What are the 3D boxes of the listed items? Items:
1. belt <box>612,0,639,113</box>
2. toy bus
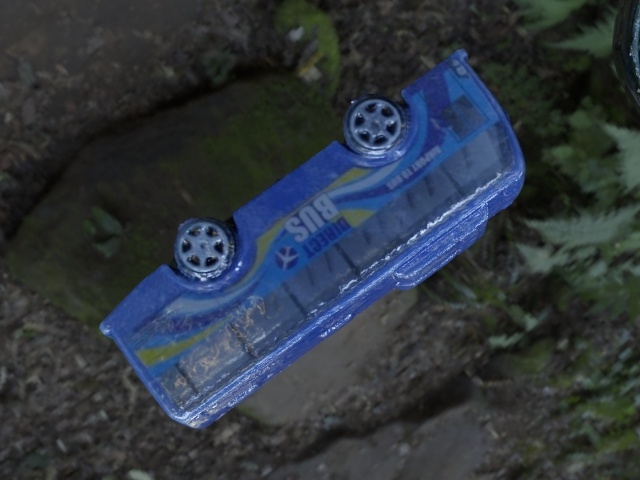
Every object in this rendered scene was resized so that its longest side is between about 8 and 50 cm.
[{"bbox_3d":[0.346,-0.145,0.743,0.116,0.267,0.207,-56,154,-77],"label":"belt"},{"bbox_3d":[0.001,0.002,0.555,0.236,0.094,0.079,-36,174,-2],"label":"toy bus"}]
